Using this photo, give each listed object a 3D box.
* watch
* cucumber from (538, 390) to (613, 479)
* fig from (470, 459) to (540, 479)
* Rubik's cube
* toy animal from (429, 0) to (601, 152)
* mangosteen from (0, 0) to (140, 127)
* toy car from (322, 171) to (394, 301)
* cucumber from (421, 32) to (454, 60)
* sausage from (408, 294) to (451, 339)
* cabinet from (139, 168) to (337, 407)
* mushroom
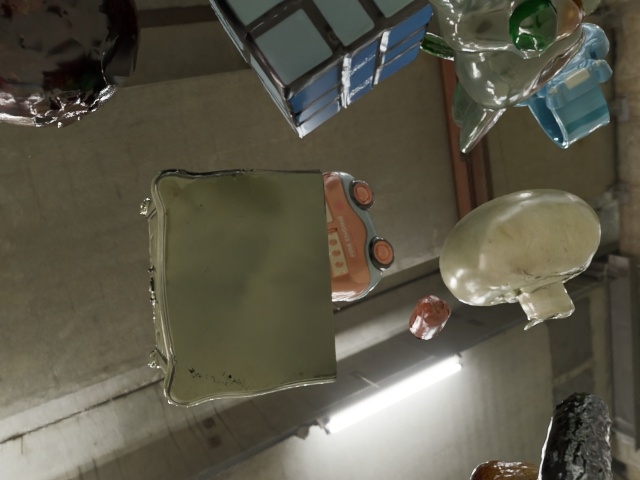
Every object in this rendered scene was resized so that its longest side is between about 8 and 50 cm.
[{"bbox_3d":[0.455,-0.268,1.022,0.211,0.211,0.193,-53,-49,-11],"label":"watch"},{"bbox_3d":[0.274,0.235,0.578,0.300,0.072,0.072,-24,-67,-62],"label":"cucumber"},{"bbox_3d":[0.310,0.397,0.853,0.152,0.119,0.119,-11,-77,-16],"label":"fig"},{"bbox_3d":[-0.011,-0.382,0.891,0.283,0.288,0.294,-37,-94,2],"label":"Rubik's cube"},{"bbox_3d":[0.132,-0.161,0.393,0.127,0.125,0.251,-66,-24,-16],"label":"toy animal"},{"bbox_3d":[-0.393,-0.305,0.728,0.311,0.311,0.312,-5,-80,-28],"label":"mangosteen"},{"bbox_3d":[0.000,0.000,1.109,0.212,0.180,0.271,-12,-99,-37],"label":"toy car"},{"bbox_3d":[0.244,-0.357,1.020,0.154,0.037,0.037,19,-92,9],"label":"cucumber"},{"bbox_3d":[0.239,0.173,1.204,0.076,0.141,0.076,3,-120,-6],"label":"sausage"},{"bbox_3d":[-0.150,0.059,0.830,0.227,0.318,0.290,-4,-91,-23],"label":"cabinet"},{"bbox_3d":[0.319,0.033,0.852,0.246,0.246,0.203,-15,-107,-26],"label":"mushroom"}]
